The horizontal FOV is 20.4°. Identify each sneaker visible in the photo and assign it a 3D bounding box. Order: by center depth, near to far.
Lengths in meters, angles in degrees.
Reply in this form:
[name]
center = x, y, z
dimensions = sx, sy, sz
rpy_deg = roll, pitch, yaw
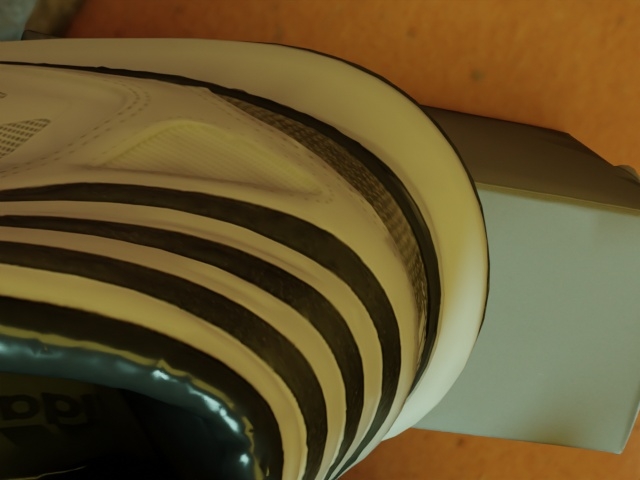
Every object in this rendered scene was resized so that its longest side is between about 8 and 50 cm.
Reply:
[sneaker]
center = -0.197, 0.012, 0.464
dimensions = 0.447, 0.257, 0.169
rpy_deg = 1, 101, 16

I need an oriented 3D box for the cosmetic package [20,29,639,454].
[cosmetic package]
center = 0.000, 0.000, 0.659
dimensions = 0.238, 0.127, 0.107
rpy_deg = 12, 105, -17
